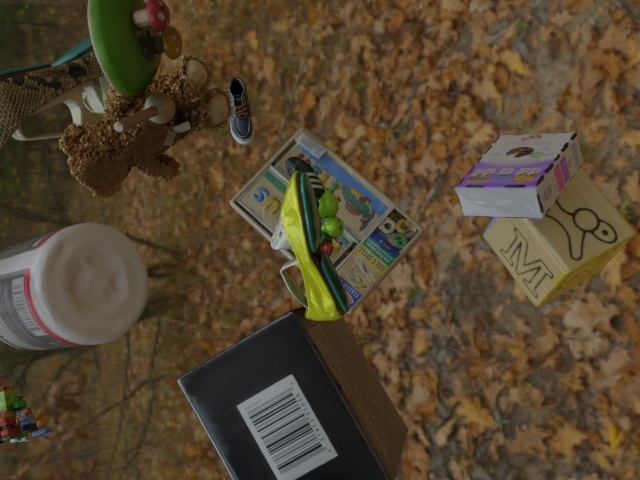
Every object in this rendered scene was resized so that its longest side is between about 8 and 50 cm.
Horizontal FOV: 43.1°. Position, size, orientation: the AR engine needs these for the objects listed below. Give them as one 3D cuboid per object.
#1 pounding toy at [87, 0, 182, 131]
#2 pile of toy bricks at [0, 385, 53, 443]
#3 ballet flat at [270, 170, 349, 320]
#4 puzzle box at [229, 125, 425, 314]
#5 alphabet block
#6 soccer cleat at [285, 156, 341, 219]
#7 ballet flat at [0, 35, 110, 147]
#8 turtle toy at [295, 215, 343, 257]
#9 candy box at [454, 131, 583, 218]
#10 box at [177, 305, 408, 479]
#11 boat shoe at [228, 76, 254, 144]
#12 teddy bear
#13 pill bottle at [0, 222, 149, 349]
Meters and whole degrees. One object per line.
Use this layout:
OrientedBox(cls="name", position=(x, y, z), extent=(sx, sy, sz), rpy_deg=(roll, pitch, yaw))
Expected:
OrientedBox(cls="pounding toy", position=(-0.273, -0.304, 1.300), extent=(0.183, 0.110, 0.237), rpy_deg=(-52, -48, -73))
OrientedBox(cls="pile of toy bricks", position=(-0.613, 0.340, 1.605), extent=(0.212, 0.118, 0.105), rpy_deg=(41, -148, -74))
OrientedBox(cls="ballet flat", position=(-0.025, 0.017, 1.130), extent=(0.077, 0.077, 0.231), rpy_deg=(-73, -32, -61))
OrientedBox(cls="puzzle box", position=(0.013, -0.054, 1.964), extent=(0.409, 0.272, 0.052), rpy_deg=(41, 172, 13))
OrientedBox(cls="alphabet block", position=(0.484, -0.012, 1.667), extent=(0.197, 0.192, 0.193), rpy_deg=(57, 163, 20))
OrientedBox(cls="soccer cleat", position=(-0.031, -0.110, 1.670), extent=(0.179, 0.072, 0.060), rpy_deg=(49, 149, 32))
OrientedBox(cls="ballet flat", position=(-0.531, -0.314, 1.686), extent=(0.164, 0.483, 0.182), rpy_deg=(-11, 113, 39))
OrientedBox(cls="turtle toy", position=(0.000, 0.000, 1.678), extent=(0.130, 0.066, 0.095), rpy_deg=(-61, 8, 30))
OrientedBox(cls="candy box", position=(0.374, -0.124, 1.515), extent=(0.164, 0.196, 0.070), rpy_deg=(4, 128, 42))
OrientedBox(cls="box", position=(-0.023, 0.279, 1.353), extent=(0.294, 0.212, 0.395), rpy_deg=(60, -172, 7))
OrientedBox(cls="boat shoe", position=(-0.224, -0.358, 2.232), extent=(0.083, 0.065, 0.183), rpy_deg=(90, 168, -63))
OrientedBox(cls="teddy bear", position=(-0.333, -0.226, 1.567), extent=(0.338, 0.245, 0.113), rpy_deg=(-44, 48, 12))
OrientedBox(cls="pill bottle", position=(-0.418, 0.080, 1.255), extent=(0.318, 0.176, 0.176), rpy_deg=(-11, 79, 47))
